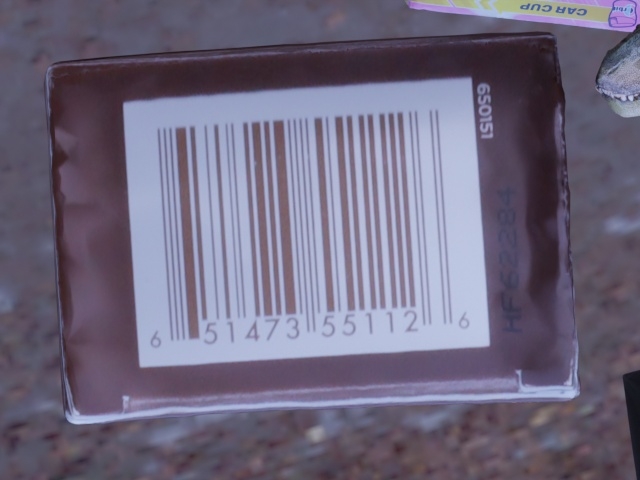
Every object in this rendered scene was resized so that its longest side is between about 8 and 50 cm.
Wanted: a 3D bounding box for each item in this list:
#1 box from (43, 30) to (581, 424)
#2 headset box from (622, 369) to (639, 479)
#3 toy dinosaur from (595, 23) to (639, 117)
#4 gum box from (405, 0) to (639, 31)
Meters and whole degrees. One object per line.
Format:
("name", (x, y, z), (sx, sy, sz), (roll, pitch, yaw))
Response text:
("box", (0.000, 0.000, 0.882), (0.191, 0.143, 0.381), (-3, 180, 2))
("headset box", (0.438, 0.140, 1.661), (0.293, 0.110, 0.218), (-3, 170, -22))
("toy dinosaur", (0.190, -0.073, 0.764), (0.064, 0.118, 0.268), (6, -154, 32))
("gum box", (0.153, -0.223, 1.459), (0.188, 0.062, 0.107), (6, 120, 1))
